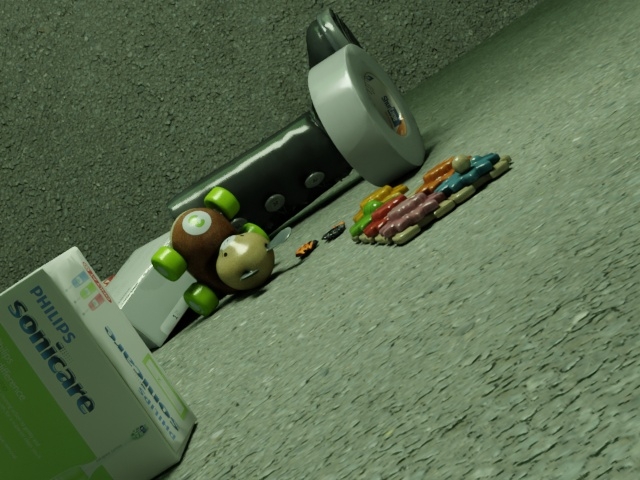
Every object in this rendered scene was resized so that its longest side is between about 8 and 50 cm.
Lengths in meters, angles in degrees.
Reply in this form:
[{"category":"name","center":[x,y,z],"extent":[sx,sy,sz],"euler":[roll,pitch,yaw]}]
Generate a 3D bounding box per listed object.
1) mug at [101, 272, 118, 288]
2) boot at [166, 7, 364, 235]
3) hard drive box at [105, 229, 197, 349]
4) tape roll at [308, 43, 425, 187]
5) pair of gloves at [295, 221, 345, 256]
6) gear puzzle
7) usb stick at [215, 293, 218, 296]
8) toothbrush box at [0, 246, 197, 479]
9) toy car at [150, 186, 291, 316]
[{"category":"mug","center":[-0.438,0.151,2.379],"extent":[0.169,0.150,0.113],"euler":[-32,-30,-15]},{"category":"boot","center":[-0.085,-0.166,2.037],"extent":[0.445,0.367,0.146],"euler":[-29,50,9]},{"category":"hard drive box","center":[-0.279,0.088,1.851],"extent":[0.181,0.089,0.232],"euler":[-56,16,-24]},{"category":"tape roll","center":[0.074,-0.194,1.798],"extent":[0.072,0.219,0.219],"euler":[-32,7,22]},{"category":"pair of gloves","center":[0.000,0.000,1.681],"extent":[0.083,0.010,0.074],"euler":[-30,6,12]},{"category":"gear puzzle","center":[0.111,-0.061,1.443],"extent":[0.175,0.044,0.339],"euler":[-35,7,-9]},{"category":"usb stick","center":[-0.207,0.080,1.932],"extent":[0.077,0.045,0.278],"euler":[-40,10,-29]},{"category":"toothbrush box","center":[-0.290,0.172,1.047],"extent":[0.283,0.206,0.122],"euler":[-34,6,8]},{"category":"toy car","center":[-0.124,0.017,1.671],"extent":[0.155,0.149,0.188],"euler":[-50,25,-23]}]
